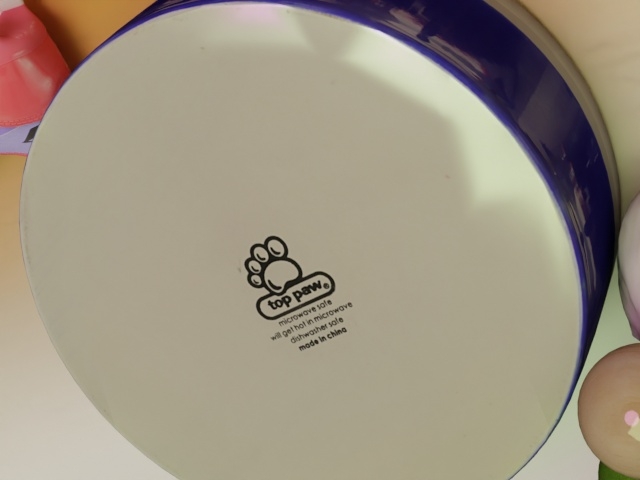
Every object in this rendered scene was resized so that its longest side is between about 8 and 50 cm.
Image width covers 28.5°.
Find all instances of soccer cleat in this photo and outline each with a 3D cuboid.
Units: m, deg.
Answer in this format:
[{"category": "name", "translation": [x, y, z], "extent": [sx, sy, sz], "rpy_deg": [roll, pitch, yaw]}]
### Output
[{"category": "soccer cleat", "translation": [-0.240, -0.063, 0.659], "extent": [0.248, 0.083, 0.095], "rpy_deg": [-7, 118, 21]}]

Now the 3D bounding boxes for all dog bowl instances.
[{"category": "dog bowl", "translation": [0.000, 0.000, 0.583], "extent": [0.264, 0.104, 0.265], "rpy_deg": [9, 118, 16]}]

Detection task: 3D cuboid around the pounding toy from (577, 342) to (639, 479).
[{"category": "pounding toy", "translation": [0.176, 0.158, 0.525], "extent": [0.183, 0.110, 0.237], "rpy_deg": [27, 159, 29]}]

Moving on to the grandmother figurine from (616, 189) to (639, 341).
[{"category": "grandmother figurine", "translation": [0.265, 0.093, 0.538], "extent": [0.342, 0.104, 0.208], "rpy_deg": [40, 132, 0]}]
